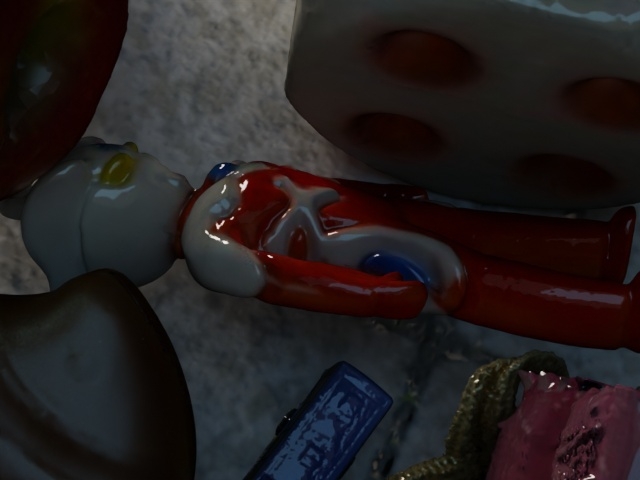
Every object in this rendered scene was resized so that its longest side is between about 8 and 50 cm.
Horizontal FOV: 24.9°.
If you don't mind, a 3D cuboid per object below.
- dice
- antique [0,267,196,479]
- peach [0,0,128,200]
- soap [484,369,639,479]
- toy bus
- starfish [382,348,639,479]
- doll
[{"bbox_3d":[0.115,-0.174,0.885,0.259,0.251,0.243,11,69,-2],"label":"dice"},{"bbox_3d":[-0.192,0.130,0.776,0.278,0.129,0.223,-41,85,-7],"label":"antique"},{"bbox_3d":[-0.276,-0.163,0.789,0.338,0.281,0.281,27,67,16],"label":"peach"},{"bbox_3d":[0.114,0.230,0.707,0.127,0.220,0.324,22,80,-8],"label":"soap"},{"bbox_3d":[-0.019,0.140,0.844,0.051,0.061,0.153,38,67,3],"label":"toy bus"},{"bbox_3d":[0.100,0.139,0.819,0.210,0.150,0.053,-25,38,-3],"label":"starfish"},{"bbox_3d":[0.000,0.000,0.857,0.384,0.188,0.099,4,106,2],"label":"doll"}]
